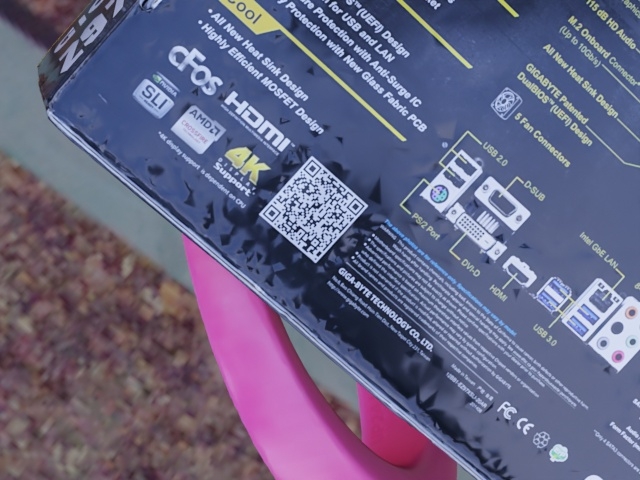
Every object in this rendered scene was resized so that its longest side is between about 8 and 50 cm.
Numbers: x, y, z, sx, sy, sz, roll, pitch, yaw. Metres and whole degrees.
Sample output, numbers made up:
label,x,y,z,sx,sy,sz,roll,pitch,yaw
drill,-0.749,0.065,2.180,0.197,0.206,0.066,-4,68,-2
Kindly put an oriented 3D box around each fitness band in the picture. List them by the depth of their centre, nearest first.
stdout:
label,x,y,z,sx,sy,sz,roll,pitch,yaw
fitness band,0.000,0.000,0.745,0.054,0.291,0.209,-18,134,14

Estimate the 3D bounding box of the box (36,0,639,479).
label,x,y,z,sx,sy,sz,roll,pitch,yaw
box,0.100,-0.045,0.587,0.322,0.079,0.257,40,92,-18
